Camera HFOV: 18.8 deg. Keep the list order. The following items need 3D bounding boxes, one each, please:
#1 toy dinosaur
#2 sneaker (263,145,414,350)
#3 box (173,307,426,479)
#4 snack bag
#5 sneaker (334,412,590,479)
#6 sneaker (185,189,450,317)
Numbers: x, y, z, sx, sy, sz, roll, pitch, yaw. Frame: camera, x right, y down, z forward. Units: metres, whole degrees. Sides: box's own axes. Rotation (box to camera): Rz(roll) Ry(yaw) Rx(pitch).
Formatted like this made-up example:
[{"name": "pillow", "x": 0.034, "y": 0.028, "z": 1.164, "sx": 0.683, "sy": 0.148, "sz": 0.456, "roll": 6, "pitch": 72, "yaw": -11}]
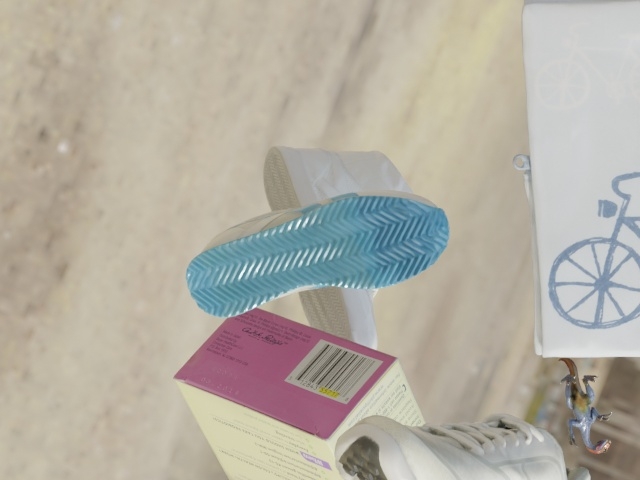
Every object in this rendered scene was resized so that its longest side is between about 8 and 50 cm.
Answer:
[{"name": "toy dinosaur", "x": 0.273, "y": 0.173, "z": 1.968, "sx": 0.090, "sy": 0.047, "sz": 0.082, "roll": -85, "pitch": 164, "yaw": -59}, {"name": "sneaker", "x": 0.054, "y": 0.010, "z": 2.202, "sx": 0.108, "sy": 0.169, "sz": 0.292, "roll": 122, "pitch": -42, "yaw": -50}, {"name": "box", "x": 0.002, "y": 0.208, "z": 1.943, "sx": 0.117, "sy": 0.214, "sz": 0.243, "roll": -47, "pitch": 133, "yaw": -27}, {"name": "snack bag", "x": 0.330, "y": -0.061, "z": 1.667, "sx": 0.037, "sy": 0.323, "sz": 0.342, "roll": -49, "pitch": 134, "yaw": -68}, {"name": "sneaker", "x": 0.110, "y": 0.172, "z": 1.424, "sx": 0.118, "sy": 0.110, "sz": 0.292, "roll": -57, "pitch": 144, "yaw": -3}, {"name": "sneaker", "x": 0.000, "y": 0.000, "z": 1.664, "sx": 0.092, "sy": 0.229, "sz": 0.087, "roll": -62, "pitch": 139, "yaw": -69}]
